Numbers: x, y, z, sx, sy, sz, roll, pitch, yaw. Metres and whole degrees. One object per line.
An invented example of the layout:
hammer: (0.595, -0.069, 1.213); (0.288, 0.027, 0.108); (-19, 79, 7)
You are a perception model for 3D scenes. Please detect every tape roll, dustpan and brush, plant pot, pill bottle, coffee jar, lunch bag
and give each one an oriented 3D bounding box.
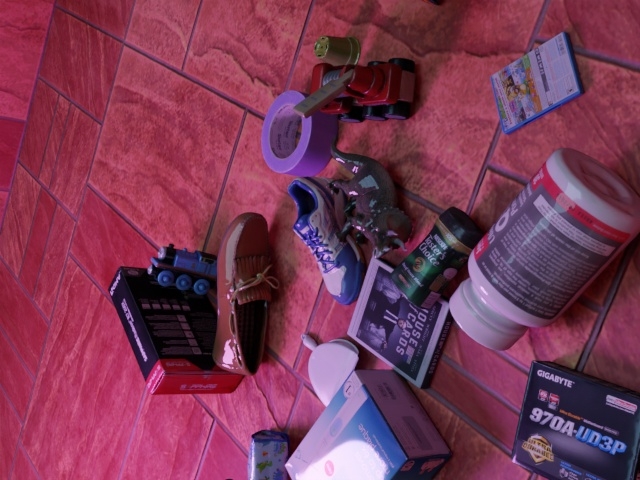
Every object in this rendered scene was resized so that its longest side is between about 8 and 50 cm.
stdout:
tape roll: (-0.049, -0.242, 1.996); (0.189, 0.080, 0.189); (-12, 74, 49)
dustpan and brush: (0.008, 0.255, 1.877); (0.211, 0.060, 0.147); (34, 109, 41)
plant pot: (0.031, -0.416, 1.924); (0.083, 0.079, 0.083); (-11, 76, 49)
pill bottle: (0.347, 0.025, 1.390); (0.318, 0.176, 0.176); (-55, 46, 29)
coffee jar: (0.217, 0.031, 1.604); (0.184, 0.079, 0.096); (-51, 47, 16)
lunch bag: (-0.118, 0.495, 1.956); (0.151, 0.096, 0.129); (152, 121, -78)

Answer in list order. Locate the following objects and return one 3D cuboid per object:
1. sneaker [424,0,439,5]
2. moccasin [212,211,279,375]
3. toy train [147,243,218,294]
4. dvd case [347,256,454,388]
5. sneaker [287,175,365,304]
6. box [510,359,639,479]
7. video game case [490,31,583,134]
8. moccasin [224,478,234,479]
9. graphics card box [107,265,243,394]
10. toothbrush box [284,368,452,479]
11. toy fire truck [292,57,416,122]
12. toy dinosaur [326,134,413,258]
sneaker: (0.186, -0.511, 1.649); (0.124, 0.180, 0.321); (-56, 19, 27)
moccasin: (-0.169, 0.125, 2.042); (0.147, 0.139, 0.380); (8, 88, 45)
toy train: (-0.345, 0.071, 2.232); (0.080, 0.184, 0.105); (28, 101, 63)
dvd case: (0.155, 0.157, 1.722); (0.239, 0.029, 0.179); (33, 110, 49)
sneaker: (0.000, 0.000, 1.859); (0.112, 0.131, 0.296); (-37, 58, 39)
box: (0.412, 0.301, 1.366); (0.220, 0.051, 0.175); (17, 98, 51)
video game case: (0.375, -0.272, 1.531); (0.166, 0.015, 0.119); (-28, 64, 45)
moccasin: (-0.180, 0.694, 1.965); (0.117, 0.138, 0.342); (-134, 47, -69)
graphics card box: (-0.365, 0.223, 2.191); (0.094, 0.233, 0.371); (-58, 46, 28)
toothbrush box: (0.084, 0.424, 1.693); (0.295, 0.126, 0.216); (-58, 45, 29)
toy fire truck: (0.038, -0.299, 1.764); (0.217, 0.246, 0.158); (6, 89, 51)
toy dinosaur: (0.103, -0.082, 1.782); (0.160, 0.121, 0.313); (-28, 58, 32)
